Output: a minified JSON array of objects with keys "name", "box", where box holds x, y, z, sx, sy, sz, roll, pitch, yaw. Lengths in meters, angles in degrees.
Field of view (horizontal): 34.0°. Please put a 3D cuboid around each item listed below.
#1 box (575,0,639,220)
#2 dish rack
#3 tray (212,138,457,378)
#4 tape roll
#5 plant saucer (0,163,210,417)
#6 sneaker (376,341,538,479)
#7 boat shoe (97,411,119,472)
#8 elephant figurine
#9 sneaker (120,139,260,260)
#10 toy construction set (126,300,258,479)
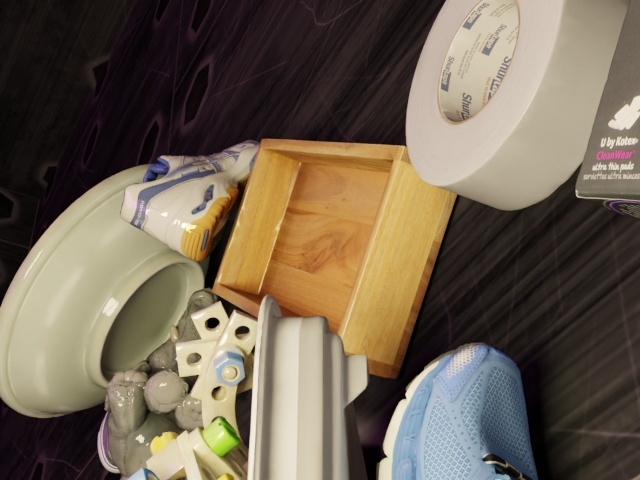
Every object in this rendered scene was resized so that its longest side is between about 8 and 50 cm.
[{"name":"box","box":[0.257,-0.122,0.489,0.143,0.165,0.270,9,82,68]},{"name":"dish rack","box":[0.010,0.229,0.749,0.332,0.072,0.285,80,-173,-48]},{"name":"tray","box":[0.000,0.000,1.123,0.411,0.076,0.202,17,89,69]},{"name":"tape roll","box":[0.157,-0.138,0.861,0.219,0.072,0.219,-49,32,45]},{"name":"plant saucer","box":[-0.265,0.092,1.436,0.101,0.400,0.400,32,108,22]},{"name":"sneaker","box":[0.127,0.209,0.637,0.147,0.130,0.330,-32,46,37]},{"name":"boat shoe","box":[-0.296,0.263,1.619,0.083,0.065,0.183,134,149,-54]},{"name":"elephant figurine","box":[-0.197,0.198,1.369,0.239,0.186,0.169,-105,-5,-70]},{"name":"sneaker","box":[-0.154,-0.081,1.353,0.296,0.131,0.111,-52,-16,-66]},{"name":"toy construction set","box":[-0.095,0.208,0.985,0.151,0.215,0.327,-36,20,17]}]
